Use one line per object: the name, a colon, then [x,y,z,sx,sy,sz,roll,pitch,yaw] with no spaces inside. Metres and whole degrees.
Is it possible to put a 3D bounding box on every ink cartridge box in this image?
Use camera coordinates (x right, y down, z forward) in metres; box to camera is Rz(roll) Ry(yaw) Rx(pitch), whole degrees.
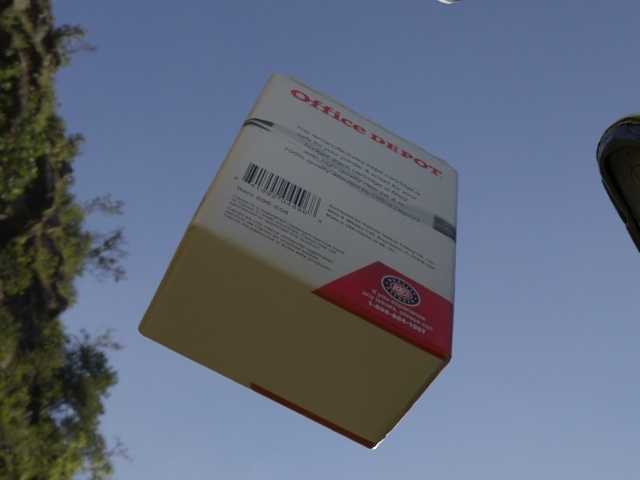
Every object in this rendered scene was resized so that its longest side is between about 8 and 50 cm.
ink cartridge box: [0.000,0.000,0.707,0.197,0.273,0.114,28,-57,-7]

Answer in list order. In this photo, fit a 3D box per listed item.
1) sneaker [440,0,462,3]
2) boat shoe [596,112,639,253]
sneaker: [0.140,-0.280,0.604,0.147,0.330,0.130,51,-44,7]
boat shoe: [0.417,0.010,0.952,0.127,0.113,0.340,-33,-94,30]
